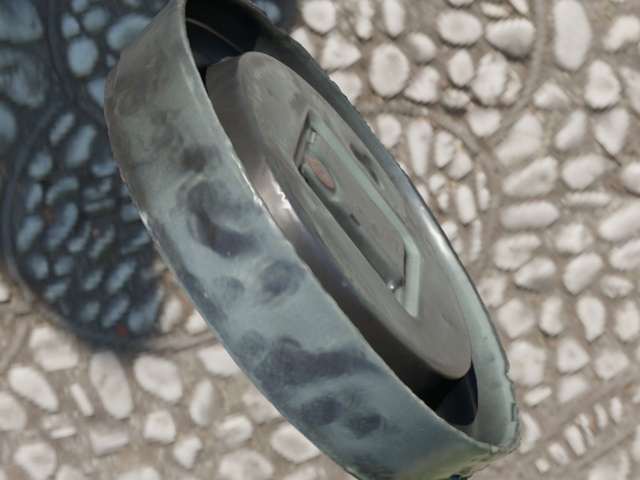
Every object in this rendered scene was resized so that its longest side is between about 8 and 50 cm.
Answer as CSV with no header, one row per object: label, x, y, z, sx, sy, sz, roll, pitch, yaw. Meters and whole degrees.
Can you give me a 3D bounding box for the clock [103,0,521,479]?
clock,0.000,0.000,0.658,0.049,0.226,0.226,-35,120,14
